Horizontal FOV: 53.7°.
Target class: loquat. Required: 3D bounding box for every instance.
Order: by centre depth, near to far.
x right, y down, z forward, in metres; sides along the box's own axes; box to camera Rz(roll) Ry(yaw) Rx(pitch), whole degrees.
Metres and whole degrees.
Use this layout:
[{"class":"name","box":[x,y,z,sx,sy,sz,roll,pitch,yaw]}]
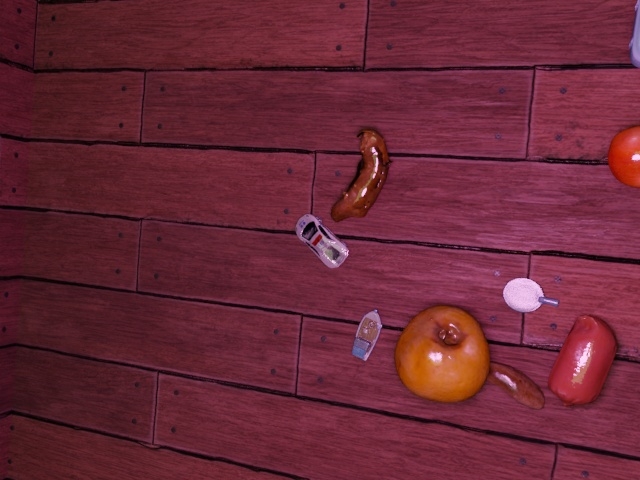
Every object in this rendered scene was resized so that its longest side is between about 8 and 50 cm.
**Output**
[{"class":"loquat","box":[0.345,0.327,1.779,0.275,0.275,0.274,0,90,20]}]

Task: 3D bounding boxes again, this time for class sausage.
[{"class":"sausage","box":[0.708,0.330,1.703,0.148,0.148,0.254,26,98,18]}]

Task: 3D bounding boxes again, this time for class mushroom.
[{"class":"mushroom","box":[0.540,0.402,1.794,0.210,0.094,0.072,31,103,22]}]

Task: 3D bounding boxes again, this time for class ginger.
[{"class":"ginger","box":[0.132,-0.184,1.937,0.133,0.107,0.309,20,101,5]}]

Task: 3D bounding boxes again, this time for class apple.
[{"class":"apple","box":[0.831,-0.219,1.651,0.139,0.163,0.163,0,90,34]}]

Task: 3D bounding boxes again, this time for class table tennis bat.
[{"class":"table tennis bat","box":[0.600,0.161,1.808,0.155,0.019,0.100,12,94,22]}]

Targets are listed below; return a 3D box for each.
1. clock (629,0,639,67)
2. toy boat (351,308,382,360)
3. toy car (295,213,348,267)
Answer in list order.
[{"class":"clock","box":[0.959,-0.555,1.638,0.274,0.094,0.223,11,94,18]},{"class":"toy boat","box":[0.145,0.291,1.953,0.069,0.059,0.172,24,98,19]},{"class":"toy car","box":[0.000,0.000,2.010,0.205,0.056,0.095,44,105,14]}]
